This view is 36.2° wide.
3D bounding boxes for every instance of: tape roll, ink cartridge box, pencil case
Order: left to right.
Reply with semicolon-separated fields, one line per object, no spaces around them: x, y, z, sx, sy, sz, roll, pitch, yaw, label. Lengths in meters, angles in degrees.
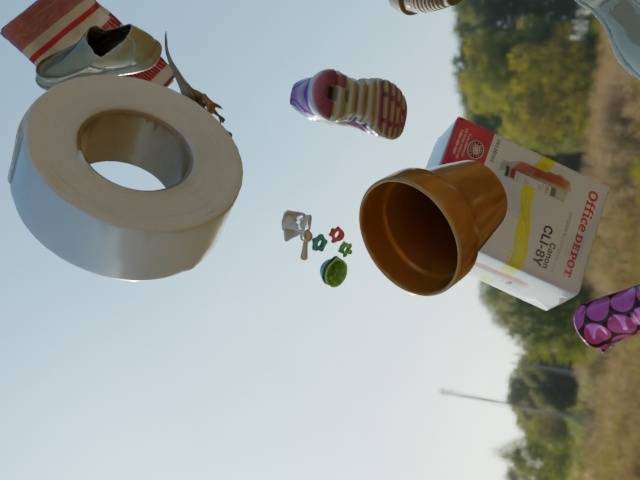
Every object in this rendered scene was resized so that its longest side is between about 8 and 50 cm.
-0.249;-0.086;1.266;0.100;0.286;0.286;-61;4;43;tape roll
0.406;-0.057;2.160;0.160;0.385;0.279;129;164;-69;ink cartridge box
0.564;0.131;1.754;0.095;0.209;0.098;-21;-96;-43;pencil case

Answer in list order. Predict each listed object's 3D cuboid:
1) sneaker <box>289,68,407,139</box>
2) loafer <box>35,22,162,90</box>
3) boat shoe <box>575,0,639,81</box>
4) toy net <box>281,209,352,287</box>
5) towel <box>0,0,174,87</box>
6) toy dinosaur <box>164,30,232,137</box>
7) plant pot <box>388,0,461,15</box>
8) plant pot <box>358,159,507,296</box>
0.043;-0.224;1.612;0.236;0.105;0.095;10;-94;-43;sneaker
-0.441;-0.362;1.894;0.092;0.269;0.102;61;-159;-47;loafer
0.545;-0.401;1.721;0.097;0.324;0.116;-44;3;-36;boat shoe
0.000;0.000;2.170;0.122;0.045;0.232;-52;-47;-13;toy net
-0.500;-0.409;2.152;0.037;0.329;0.237;-36;15;52;towel
-0.223;-0.246;1.683;0.211;0.064;0.112;60;172;-28;toy dinosaur
0.247;-0.551;1.977;0.237;0.110;0.237;-44;-24;-26;plant pot
0.199;-0.040;1.599;0.188;0.205;0.205;-31;-48;-38;plant pot
